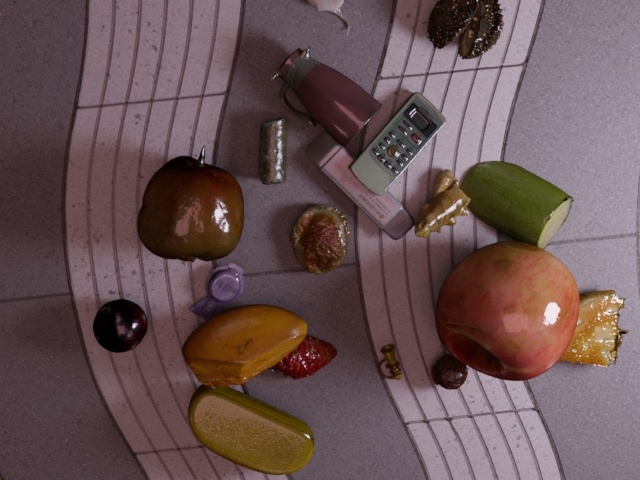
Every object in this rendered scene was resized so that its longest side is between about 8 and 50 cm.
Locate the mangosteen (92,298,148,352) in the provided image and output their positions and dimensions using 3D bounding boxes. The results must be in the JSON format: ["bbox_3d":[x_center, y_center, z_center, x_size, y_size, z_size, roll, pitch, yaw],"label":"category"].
[{"bbox_3d":[-0.538,0.234,1.931,0.152,0.152,0.153,-1,102,-3],"label":"mangosteen"}]

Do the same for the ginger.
[{"bbox_3d":[0.332,-0.084,1.924,0.115,0.081,0.205,34,82,-32],"label":"ginger"}]

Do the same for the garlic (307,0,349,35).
[{"bbox_3d":[0.006,-0.657,1.791,0.148,0.128,0.267,6,113,8],"label":"garlic"}]

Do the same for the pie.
[{"bbox_3d":[0.000,0.000,1.932,0.163,0.079,0.194,-6,102,2],"label":"pie"}]

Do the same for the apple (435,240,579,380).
[{"bbox_3d":[0.491,0.176,1.856,0.363,0.364,0.364,-1,102,-3],"label":"apple"}]

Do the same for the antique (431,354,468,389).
[{"bbox_3d":[0.370,0.374,2.017,0.104,0.104,0.104,-1,102,-3],"label":"antique"}]

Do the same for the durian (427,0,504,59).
[{"bbox_3d":[0.368,-0.562,1.802,0.196,0.167,0.196,-1,92,-26],"label":"durian"}]

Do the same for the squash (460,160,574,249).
[{"bbox_3d":[0.537,-0.107,1.962,0.260,0.189,0.189,33,101,27],"label":"squash"}]

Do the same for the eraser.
[{"bbox_3d":[0.110,-0.145,1.913,0.089,0.061,0.352,-45,101,6],"label":"eraser"}]

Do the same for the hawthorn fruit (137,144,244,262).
[{"bbox_3d":[-0.321,-0.094,1.808,0.267,0.268,0.301,10,92,-5],"label":"hawthorn fruit"}]

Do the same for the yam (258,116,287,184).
[{"bbox_3d":[-0.125,-0.236,1.874,0.078,0.078,0.179,2,103,-3],"label":"yam"}]

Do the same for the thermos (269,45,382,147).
[{"bbox_3d":[0.005,-0.369,1.829,0.265,0.146,0.176,39,123,-2],"label":"thermos"}]

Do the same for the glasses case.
[{"bbox_3d":[-0.203,0.536,2.002,0.371,0.141,0.173,27,91,-10],"label":"glasses case"}]

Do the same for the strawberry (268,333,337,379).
[{"bbox_3d":[-0.057,0.332,1.996,0.192,0.085,0.140,27,97,-9],"label":"strawberry"}]

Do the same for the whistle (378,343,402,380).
[{"bbox_3d":[0.199,0.358,2.035,0.057,0.046,0.109,-19,109,-13],"label":"whistle"}]

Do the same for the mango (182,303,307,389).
[{"bbox_3d":[-0.205,0.276,1.910,0.350,0.201,0.199,-23,93,5],"label":"mango"}]

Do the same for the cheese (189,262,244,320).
[{"bbox_3d":[-0.279,0.144,1.964,0.105,0.042,0.191,33,105,-11],"label":"cheese"}]

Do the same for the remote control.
[{"bbox_3d":[0.203,-0.253,1.874,0.123,0.038,0.285,44,83,-10],"label":"remote control"}]

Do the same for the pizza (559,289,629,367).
[{"bbox_3d":[0.762,0.272,2.021,0.289,0.081,0.229,-43,94,7],"label":"pizza"}]
